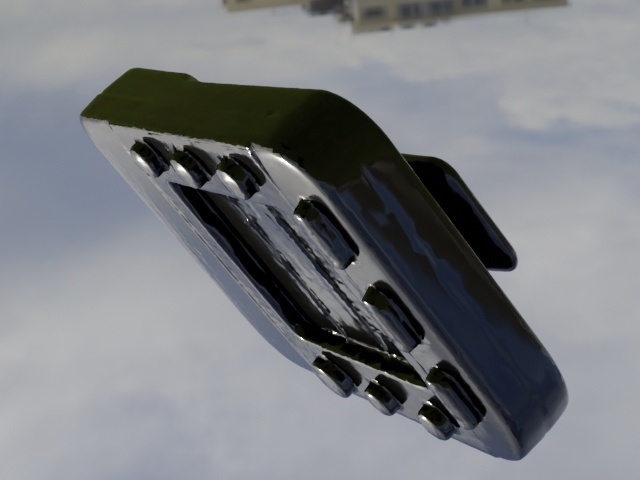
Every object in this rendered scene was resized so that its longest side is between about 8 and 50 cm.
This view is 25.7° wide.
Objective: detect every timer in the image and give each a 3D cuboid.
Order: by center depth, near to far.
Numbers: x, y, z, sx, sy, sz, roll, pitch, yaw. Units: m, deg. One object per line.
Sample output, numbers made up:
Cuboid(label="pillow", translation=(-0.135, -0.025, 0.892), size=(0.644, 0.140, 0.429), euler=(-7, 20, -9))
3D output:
Cuboid(label="timer", translation=(0.000, 0.000, 0.490), size=(0.055, 0.144, 0.187), euler=(-46, -153, -15))
